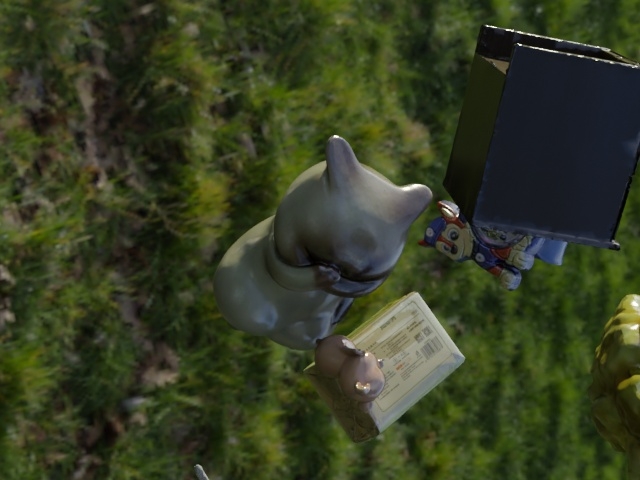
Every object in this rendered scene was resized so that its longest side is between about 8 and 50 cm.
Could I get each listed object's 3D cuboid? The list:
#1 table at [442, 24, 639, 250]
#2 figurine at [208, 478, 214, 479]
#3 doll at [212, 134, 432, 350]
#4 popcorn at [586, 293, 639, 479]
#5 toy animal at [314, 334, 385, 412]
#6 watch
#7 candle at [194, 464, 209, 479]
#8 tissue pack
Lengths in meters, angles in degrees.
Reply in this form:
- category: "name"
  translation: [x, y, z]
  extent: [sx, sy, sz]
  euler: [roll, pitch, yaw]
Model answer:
- category: "table"
  translation: [0.250, -0.116, 1.179]
  extent: [0.169, 0.172, 0.193]
  euler: [-103, -157, -72]
- category: "figurine"
  translation: [-0.165, 0.561, 1.627]
  extent: [0.218, 0.365, 0.206]
  euler: [19, 18, -38]
- category: "doll"
  translation: [-0.014, 0.027, 1.666]
  extent: [0.215, 0.370, 0.226]
  euler: [31, 51, -15]
- category: "popcorn"
  translation: [0.446, 0.177, 1.122]
  extent: [0.274, 0.335, 0.279]
  euler: [-36, 145, -64]
- category: "toy animal"
  translation: [0.042, 0.193, 1.631]
  extent: [0.083, 0.089, 0.150]
  euler: [26, 10, -46]
- category: "watch"
  translation: [0.300, -0.024, 1.730]
  extent: [0.200, 0.196, 0.171]
  euler: [6, 110, -61]
- category: "candle"
  translation: [-0.104, 0.423, 1.218]
  extent: [0.187, 0.187, 0.330]
  euler: [42, 43, -54]
- category: "tissue pack"
  translation: [0.112, 0.218, 1.889]
  extent: [0.234, 0.125, 0.159]
  euler: [-35, 89, -33]
